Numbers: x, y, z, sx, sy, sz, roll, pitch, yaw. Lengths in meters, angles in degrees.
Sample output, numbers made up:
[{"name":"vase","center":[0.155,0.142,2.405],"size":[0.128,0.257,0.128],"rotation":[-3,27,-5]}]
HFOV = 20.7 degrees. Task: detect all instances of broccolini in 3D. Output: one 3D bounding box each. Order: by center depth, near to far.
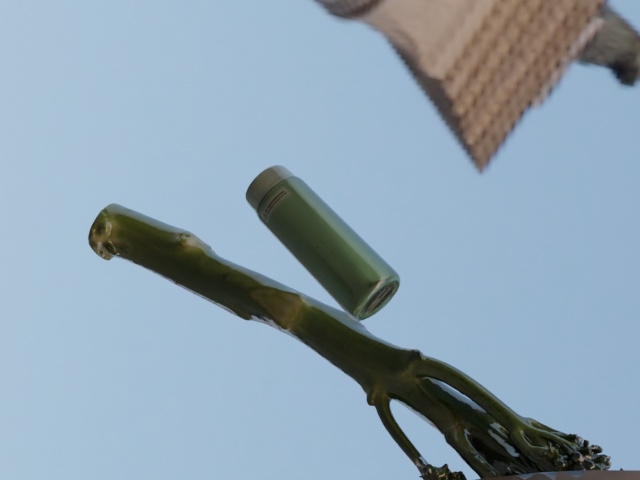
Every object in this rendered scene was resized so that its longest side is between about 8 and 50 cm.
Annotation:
[{"name":"broccolini","center":[0.008,0.084,0.995],"size":[0.392,0.074,0.078],"rotation":[25,-52,29]}]

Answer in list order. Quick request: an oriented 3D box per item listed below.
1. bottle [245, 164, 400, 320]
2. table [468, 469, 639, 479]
[{"name":"bottle","center":[0.000,0.000,0.825],"size":[0.083,0.030,0.030],"rotation":[46,-60,20]},{"name":"table","center":[0.086,0.128,0.284],"size":[0.249,0.317,0.317],"rotation":[108,-31,-54]}]
